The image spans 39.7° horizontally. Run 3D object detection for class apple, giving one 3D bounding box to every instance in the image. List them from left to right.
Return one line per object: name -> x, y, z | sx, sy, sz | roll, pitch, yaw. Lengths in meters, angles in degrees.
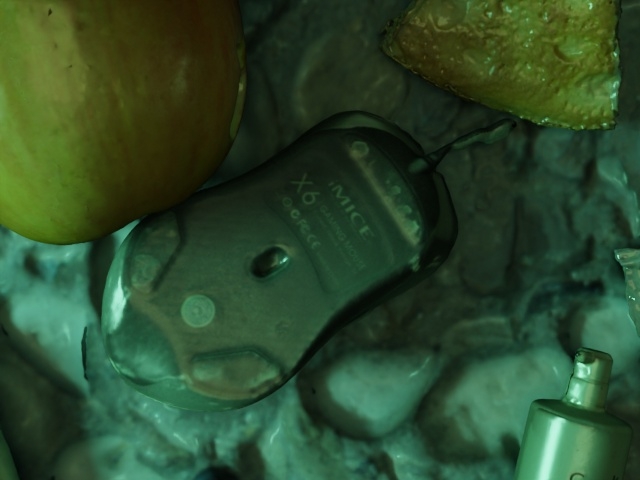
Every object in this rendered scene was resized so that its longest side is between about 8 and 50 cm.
apple -> -0.168, -0.124, 0.648 | 0.242, 0.242, 0.241 | -14, 94, 1

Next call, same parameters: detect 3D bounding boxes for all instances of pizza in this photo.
pizza -> 0.178, -0.186, 0.717 | 0.204, 0.080, 0.188 | 31, 114, -4

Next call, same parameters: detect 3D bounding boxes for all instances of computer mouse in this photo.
computer mouse -> 0.000, 0.000, 0.719 | 0.379, 0.090, 0.167 | -30, 86, -11

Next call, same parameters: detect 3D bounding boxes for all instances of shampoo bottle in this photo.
shampoo bottle -> 0.195, 0.217, 0.720 | 0.085, 0.085, 0.263 | 13, 91, 0

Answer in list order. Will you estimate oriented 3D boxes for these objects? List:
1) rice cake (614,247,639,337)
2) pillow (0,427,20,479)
rice cake -> 0.305, 0.128, 0.735 | 0.055, 0.049, 0.270 | -20, 91, 23
pillow -> -0.317, 0.208, 0.724 | 0.144, 0.078, 0.254 | -16, 92, 1
